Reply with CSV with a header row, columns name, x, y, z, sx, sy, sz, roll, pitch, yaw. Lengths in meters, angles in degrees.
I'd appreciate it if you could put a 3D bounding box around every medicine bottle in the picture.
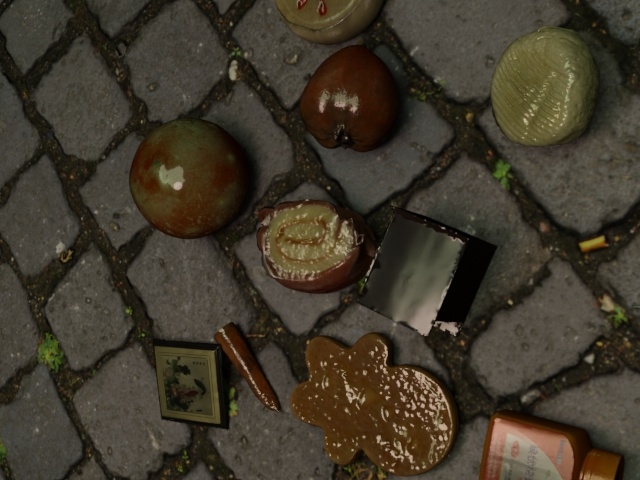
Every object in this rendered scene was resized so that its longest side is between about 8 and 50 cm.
name,x,y,z,sx,sy,sz,roll,pitch,yaw
medicine bottle,0.399,0.390,1.419,0.222,0.112,0.149,10,89,29

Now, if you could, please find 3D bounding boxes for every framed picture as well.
name,x,y,z,sx,sy,sz,roll,pitch,yaw
framed picture,-0.294,0.319,1.834,0.195,0.010,0.199,0,99,29

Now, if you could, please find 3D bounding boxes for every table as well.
name,x,y,z,sx,sy,sz,roll,pitch,yaw
table,0.194,0.060,1.540,0.172,0.169,0.193,25,97,29

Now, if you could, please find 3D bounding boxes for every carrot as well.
name,x,y,z,sx,sy,sz,roll,pitch,yaw
carrot,-0.152,0.283,1.775,0.057,0.057,0.224,-41,73,18

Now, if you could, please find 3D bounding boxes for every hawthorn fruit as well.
name,x,y,z,sx,sy,sz,roll,pitch,yaw
hawthorn fruit,0.067,-0.305,1.658,0.199,0.199,0.251,2,69,29

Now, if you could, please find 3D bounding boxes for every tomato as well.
name,x,y,z,sx,sy,sz,roll,pitch,yaw
tomato,-0.298,-0.140,1.803,0.270,0.223,0.270,-2,84,25

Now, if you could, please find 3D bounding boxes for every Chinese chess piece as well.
name,x,y,z,sx,sy,sz,roll,pitch,yaw
Chinese chess piece,0.020,-0.543,1.748,0.250,0.103,0.249,-3,84,27

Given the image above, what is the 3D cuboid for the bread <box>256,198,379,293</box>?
name,x,y,z,sx,sy,sz,roll,pitch,yaw
bread,0.002,0.013,1.677,0.244,0.123,0.190,-5,83,28

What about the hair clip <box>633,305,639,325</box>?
name,x,y,z,sx,sy,sz,roll,pitch,yaw
hair clip,0.588,0.102,1.399,0.115,0.030,0.039,-36,67,20

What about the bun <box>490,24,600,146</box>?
name,x,y,z,sx,sy,sz,roll,pitch,yaw
bun,0.413,-0.277,1.481,0.220,0.134,0.220,4,95,55

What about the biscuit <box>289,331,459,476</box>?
name,x,y,z,sx,sy,sz,roll,pitch,yaw
biscuit,0.106,0.323,1.622,0.355,0.052,0.275,16,92,28

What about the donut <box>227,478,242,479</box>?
name,x,y,z,sx,sy,sz,roll,pitch,yaw
donut,-0.186,0.564,1.758,0.108,0.043,0.097,35,101,23
